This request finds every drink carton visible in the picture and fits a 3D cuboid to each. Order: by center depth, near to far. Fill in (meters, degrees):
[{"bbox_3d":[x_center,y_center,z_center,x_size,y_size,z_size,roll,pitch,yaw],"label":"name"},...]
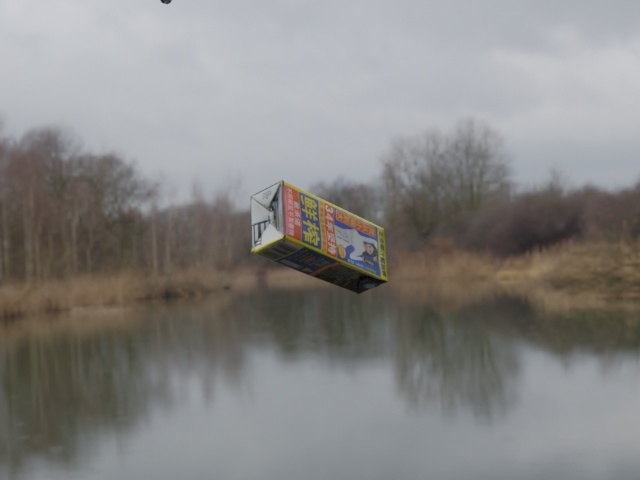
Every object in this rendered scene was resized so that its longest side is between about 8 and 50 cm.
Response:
[{"bbox_3d":[0.000,0.000,1.121,0.056,0.071,0.166,-22,-33,38],"label":"drink carton"}]

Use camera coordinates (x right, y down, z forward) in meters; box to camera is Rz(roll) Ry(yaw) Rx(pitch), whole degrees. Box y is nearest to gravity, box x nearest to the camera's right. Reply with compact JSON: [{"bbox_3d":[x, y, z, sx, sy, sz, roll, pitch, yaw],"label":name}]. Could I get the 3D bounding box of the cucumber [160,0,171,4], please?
[{"bbox_3d":[-0.147,-0.234,0.851,0.043,0.039,0.163,43,-7,28],"label":"cucumber"}]
